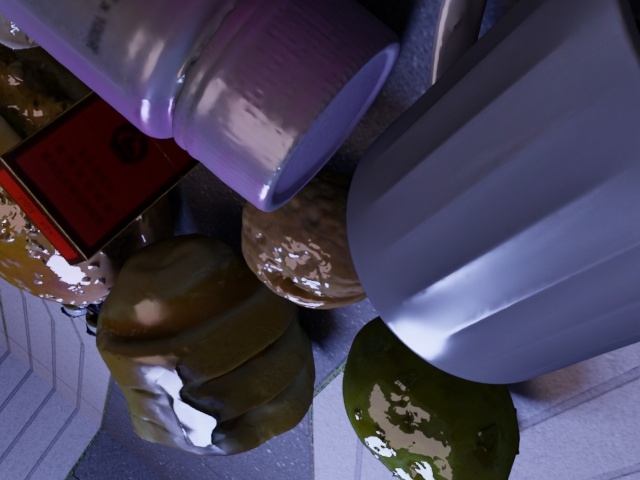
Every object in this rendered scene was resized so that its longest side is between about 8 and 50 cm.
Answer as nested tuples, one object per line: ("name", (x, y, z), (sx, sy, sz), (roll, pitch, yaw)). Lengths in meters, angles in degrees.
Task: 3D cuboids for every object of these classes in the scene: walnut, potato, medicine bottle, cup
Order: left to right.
("medicine bottle", (-0.135, -0.218, 0.691), (0.388, 0.219, 0.219), (40, 149, 6))
("walnut", (0.000, 0.000, 0.872), (0.184, 0.155, 0.155), (28, 146, 19))
("potato", (0.133, 0.203, 0.945), (0.186, 0.148, 0.253), (-28, 84, 24))
("cup", (0.163, -0.081, 0.542), (0.327, 0.236, 0.323), (-41, 66, 59))

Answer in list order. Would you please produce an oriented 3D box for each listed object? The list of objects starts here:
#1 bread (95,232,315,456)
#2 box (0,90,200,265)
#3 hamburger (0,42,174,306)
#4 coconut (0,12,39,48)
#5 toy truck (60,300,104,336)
("bread", (-0.160, 0.157, 1.099), (0.300, 0.210, 0.341), (-4, 131, -1))
("box", (-0.258, -0.102, 0.950), (0.153, 0.240, 0.074), (52, 145, -14))
("hamburger", (-0.401, -0.118, 1.087), (0.445, 0.268, 0.287), (47, 145, -4))
("coconut", (-0.335, -0.299, 0.880), (0.161, 0.161, 0.162), (50, 169, -12))
("toy truck", (-0.405, 0.026, 1.336), (0.367, 0.175, 0.146), (31, 145, 18))
